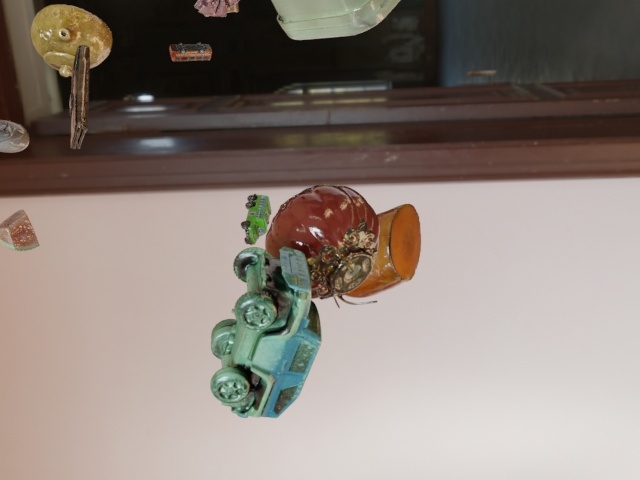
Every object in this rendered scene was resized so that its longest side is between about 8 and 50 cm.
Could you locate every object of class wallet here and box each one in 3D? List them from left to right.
[{"bbox_3d":[-0.590,-0.351,1.799,0.124,0.042,0.230,140,127,-58],"label":"wallet"}]

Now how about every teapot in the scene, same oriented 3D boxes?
[{"bbox_3d":[-0.671,-0.513,1.969,0.311,0.203,0.167,148,131,-74],"label":"teapot"}]

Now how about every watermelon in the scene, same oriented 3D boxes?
[{"bbox_3d":[-0.615,-0.017,1.498,0.072,0.092,0.085,-46,17,46],"label":"watermelon"}]

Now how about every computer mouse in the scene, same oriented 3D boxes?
[{"bbox_3d":[-0.608,-0.204,1.411,0.096,0.039,0.066,4,-123,-45],"label":"computer mouse"}]

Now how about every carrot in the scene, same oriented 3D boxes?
[{"bbox_3d":[0.116,0.054,1.902,0.193,0.331,0.214,-18,-91,-58],"label":"carrot"}]

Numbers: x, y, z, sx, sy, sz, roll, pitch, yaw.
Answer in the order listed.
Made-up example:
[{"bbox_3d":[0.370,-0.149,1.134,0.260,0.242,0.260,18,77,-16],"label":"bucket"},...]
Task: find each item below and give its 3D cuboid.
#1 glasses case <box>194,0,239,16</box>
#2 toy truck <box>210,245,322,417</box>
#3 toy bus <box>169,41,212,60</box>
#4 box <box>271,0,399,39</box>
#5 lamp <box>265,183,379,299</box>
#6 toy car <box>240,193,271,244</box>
[{"bbox_3d":[-0.213,-0.525,1.492,0.070,0.102,0.194,51,160,24],"label":"glasses case"},{"bbox_3d":[-0.087,0.150,1.193,0.155,0.156,0.279,-103,31,-58],"label":"toy truck"},{"bbox_3d":[-0.342,-0.494,1.930,0.043,0.110,0.031,114,140,-50],"label":"toy bus"},{"bbox_3d":[0.021,-0.504,0.947,0.352,0.177,0.344,-51,-54,-24],"label":"box"},{"bbox_3d":[0.000,0.000,1.351,0.227,0.226,0.227,-2,-90,-86],"label":"lamp"},{"bbox_3d":[-0.177,-0.059,2.041,0.165,0.062,0.071,-82,-13,-49],"label":"toy car"}]
